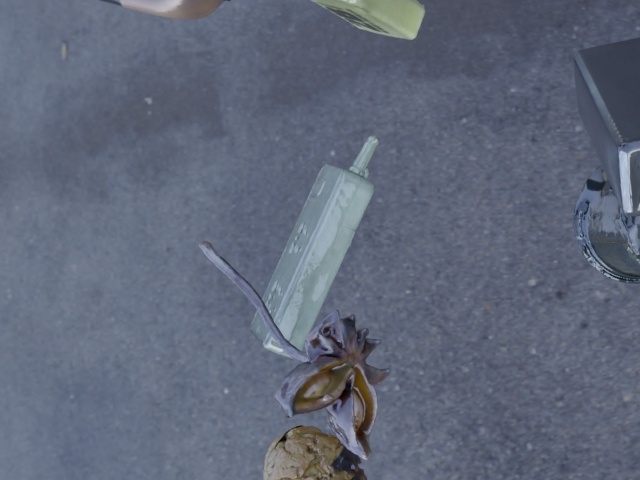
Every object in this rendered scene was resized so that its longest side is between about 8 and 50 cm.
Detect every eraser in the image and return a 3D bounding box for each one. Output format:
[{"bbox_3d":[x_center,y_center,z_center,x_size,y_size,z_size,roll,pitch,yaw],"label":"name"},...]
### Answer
[{"bbox_3d":[0.053,-0.336,1.313,0.117,0.172,0.058,24,96,37],"label":"eraser"}]

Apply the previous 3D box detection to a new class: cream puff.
[{"bbox_3d":[-0.006,0.259,1.018,0.104,0.133,0.119,-15,90,29],"label":"cream puff"}]

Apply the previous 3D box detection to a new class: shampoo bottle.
[{"bbox_3d":[0.295,-0.120,0.897,0.246,0.079,0.080,-86,-16,-57],"label":"shampoo bottle"}]

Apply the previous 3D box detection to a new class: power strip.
[{"bbox_3d":[0.000,0.000,1.160,0.287,0.053,0.093,-66,18,2],"label":"power strip"}]

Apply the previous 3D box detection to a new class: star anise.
[{"bbox_3d":[-0.050,0.107,0.958,0.227,0.148,0.218,-2,98,49],"label":"star anise"}]

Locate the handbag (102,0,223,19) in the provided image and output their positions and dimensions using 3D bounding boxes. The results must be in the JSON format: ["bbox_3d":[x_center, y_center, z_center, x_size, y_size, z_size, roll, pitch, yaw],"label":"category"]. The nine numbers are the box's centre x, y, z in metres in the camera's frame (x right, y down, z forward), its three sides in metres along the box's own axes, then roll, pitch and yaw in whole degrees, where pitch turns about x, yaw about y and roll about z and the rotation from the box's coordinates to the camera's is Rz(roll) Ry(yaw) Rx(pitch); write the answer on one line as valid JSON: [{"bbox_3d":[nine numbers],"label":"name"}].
[{"bbox_3d":[-0.208,-0.353,1.030,0.301,0.283,0.149,-78,3,-62],"label":"handbag"}]

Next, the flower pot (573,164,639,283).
[{"bbox_3d":[0.386,-0.024,1.087,0.107,0.158,0.157,-164,73,-80],"label":"flower pot"}]
